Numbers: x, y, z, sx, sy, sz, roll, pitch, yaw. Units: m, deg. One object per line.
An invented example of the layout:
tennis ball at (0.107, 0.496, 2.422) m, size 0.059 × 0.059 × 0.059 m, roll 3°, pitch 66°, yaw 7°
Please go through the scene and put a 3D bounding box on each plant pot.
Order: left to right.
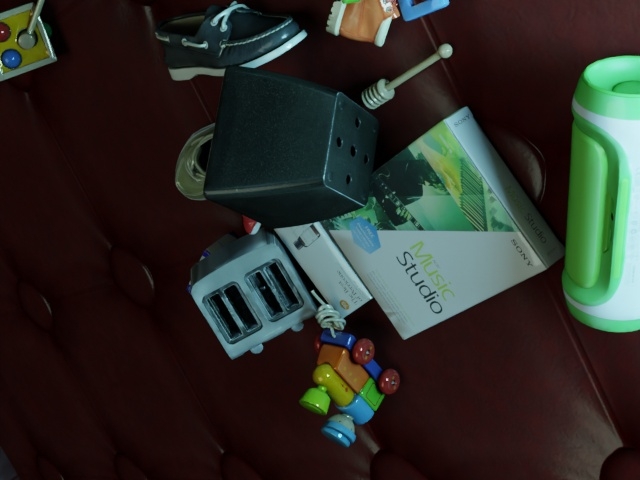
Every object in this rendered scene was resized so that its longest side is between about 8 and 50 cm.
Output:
plant pot at (-0.027, -0.123, 1.377) m, size 0.167 × 0.188 × 0.187 m, roll 3°, pitch 78°, yaw 31°

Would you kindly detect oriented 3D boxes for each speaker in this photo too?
speaker at (0.337, -0.047, 1.127) m, size 0.131 × 0.131 × 0.297 m, roll 21°, pitch 131°, yaw 36°

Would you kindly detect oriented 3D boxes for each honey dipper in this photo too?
honey dipper at (0.114, -0.214, 1.318) m, size 0.160 × 0.030 × 0.030 m, roll -25°, pitch 98°, yaw 49°

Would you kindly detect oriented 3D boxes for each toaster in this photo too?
toaster at (-0.109, 0.078, 1.633) m, size 0.186 × 0.168 × 0.110 m, roll 61°, pitch -178°, yaw -17°

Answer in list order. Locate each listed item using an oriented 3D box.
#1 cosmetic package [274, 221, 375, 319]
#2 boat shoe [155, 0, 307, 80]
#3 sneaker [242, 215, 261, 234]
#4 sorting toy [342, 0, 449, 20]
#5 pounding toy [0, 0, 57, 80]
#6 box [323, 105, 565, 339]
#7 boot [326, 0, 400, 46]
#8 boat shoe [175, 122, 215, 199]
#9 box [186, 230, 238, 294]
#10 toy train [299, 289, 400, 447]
cosmetic package at (0.000, 0.000, 1.567) m, size 0.239 × 0.060 × 0.099 m, roll 53°, pitch 143°, yaw 3°
boat shoe at (-0.142, -0.295, 1.461) m, size 0.302 × 0.114 × 0.091 m, roll -1°, pitch 121°, yaw 46°
sneaker at (-0.122, -0.063, 1.551) m, size 0.042 × 0.067 × 0.118 m, roll 32°, pitch 123°, yaw 48°
sorting toy at (0.064, -0.423, 1.147) m, size 0.196 × 0.047 × 0.348 m, roll 7°, pitch 110°, yaw 41°
pounding toy at (-0.535, -0.372, 1.815) m, size 0.100 × 0.141 × 0.130 m, roll -142°, pitch 31°, yaw -67°
box at (0.155, -0.012, 1.398) m, size 0.232 × 0.058 × 0.322 m, roll 55°, pitch 141°, yaw 1°
boot at (0.069, -0.321, 1.277) m, size 0.084 × 0.059 × 0.158 m, roll 24°, pitch 130°, yaw 7°
boat shoe at (-0.170, -0.138, 1.618) m, size 0.109 × 0.094 × 0.302 m, roll 56°, pitch 142°, yaw 0°
box at (-0.157, 0.078, 1.780) m, size 0.126 × 0.072 × 0.137 m, roll 45°, pitch 140°, yaw 12°
toy train at (0.011, 0.206, 1.580) m, size 0.105 × 0.143 × 0.248 m, roll 6°, pitch 146°, yaw 43°
